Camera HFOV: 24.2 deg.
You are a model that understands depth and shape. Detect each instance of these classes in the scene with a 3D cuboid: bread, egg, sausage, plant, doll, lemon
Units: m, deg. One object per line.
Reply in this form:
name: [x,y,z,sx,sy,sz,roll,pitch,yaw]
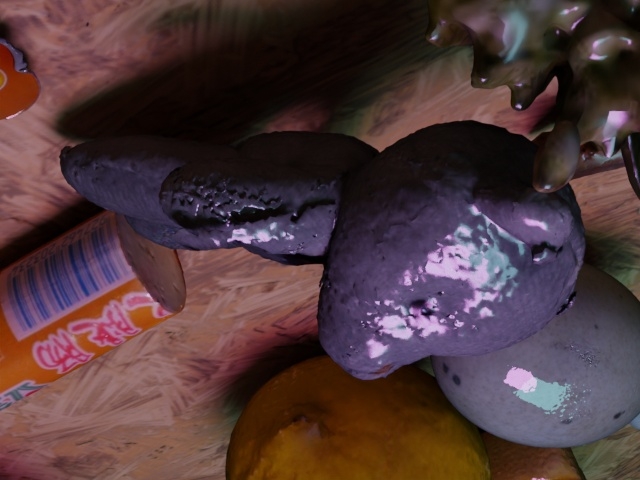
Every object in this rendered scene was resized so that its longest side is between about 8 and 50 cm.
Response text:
bread: [0.238,0.325,1.637,0.148,0.270,0.270,-23,151,7]
egg: [0.200,0.097,1.313,0.236,0.169,0.169,15,136,-43]
sausage: [-0.247,0.081,1.094,0.312,0.093,0.093,-29,150,17]
plant: [0.140,-0.132,0.901,0.180,0.251,0.333,-14,176,-2]
doll: [0.001,0.007,0.934,0.340,0.158,0.246,2,170,19]
lemon: [0.036,0.216,1.361,0.263,0.236,0.236,29,129,-25]

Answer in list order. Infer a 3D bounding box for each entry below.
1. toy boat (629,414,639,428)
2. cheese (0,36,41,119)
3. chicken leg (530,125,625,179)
toy boat: [0.390,0.182,1.625,0.134,0.079,0.208,7,159,13]
cheese: [-0.286,-0.055,0.891,0.256,0.037,0.106,-23,153,8]
chicken leg: [0.363,-0.076,1.151,0.409,0.182,0.295,-11,167,1]
